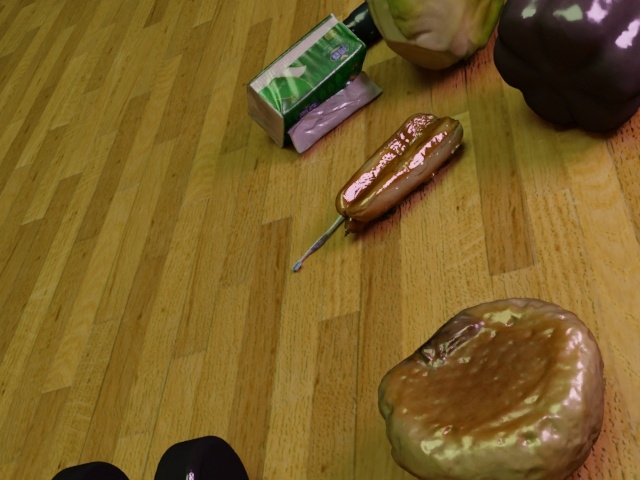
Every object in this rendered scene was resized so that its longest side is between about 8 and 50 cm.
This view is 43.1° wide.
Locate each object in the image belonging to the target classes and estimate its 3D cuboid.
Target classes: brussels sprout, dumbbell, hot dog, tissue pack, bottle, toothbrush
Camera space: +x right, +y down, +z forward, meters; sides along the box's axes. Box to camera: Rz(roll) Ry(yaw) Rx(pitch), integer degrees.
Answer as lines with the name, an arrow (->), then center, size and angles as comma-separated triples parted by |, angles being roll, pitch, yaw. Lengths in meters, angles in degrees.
brussels sprout -> 0.197, -0.443, 1.412 | 0.227, 0.259, 0.294 | -7, 66, 49
dumbbell -> -0.201, 0.322, 0.942 | 0.218, 0.152, 0.152 | -17, 41, 19
hot dog -> 0.120, -0.108, 1.252 | 0.269, 0.072, 0.109 | -44, 38, -17
tissue pack -> -0.009, -0.270, 1.467 | 0.209, 0.148, 0.156 | -42, 79, -13
bottle -> 0.131, -0.469, 1.634 | 0.244, 0.072, 0.082 | -40, 2, -11
toothbrush -> 0.000, 0.000, 1.264 | 0.131, 0.011, 0.013 | -48, 28, -18

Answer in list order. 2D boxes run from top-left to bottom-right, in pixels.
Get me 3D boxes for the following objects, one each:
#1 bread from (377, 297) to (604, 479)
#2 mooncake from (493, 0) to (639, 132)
bread -> 0.182, 0.175, 0.855 | 0.244, 0.134, 0.244 | -20, 37, 15
mooncake -> 0.356, -0.268, 1.136 | 0.133, 0.245, 0.245 | -49, 41, -15
